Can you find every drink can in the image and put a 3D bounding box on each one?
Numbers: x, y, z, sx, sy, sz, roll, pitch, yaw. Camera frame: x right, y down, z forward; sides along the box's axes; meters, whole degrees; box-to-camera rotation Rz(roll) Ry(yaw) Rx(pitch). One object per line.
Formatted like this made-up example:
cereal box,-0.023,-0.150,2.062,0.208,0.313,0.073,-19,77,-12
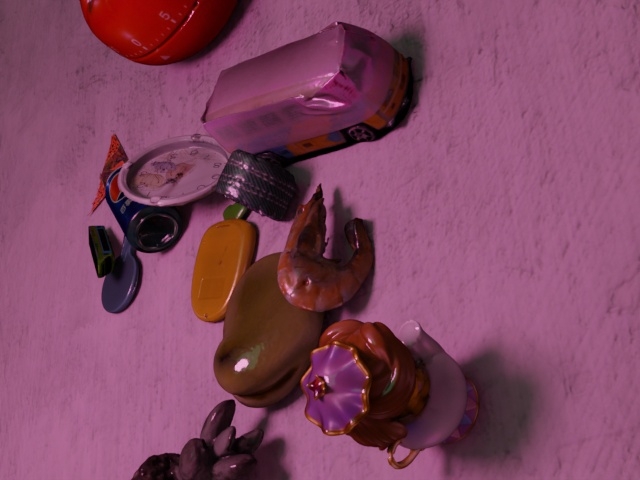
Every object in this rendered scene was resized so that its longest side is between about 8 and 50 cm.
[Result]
drink can,-0.363,-0.068,1.932,0.118,0.118,0.205,-53,40,11

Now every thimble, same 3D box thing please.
thimble,-0.111,-0.096,1.668,0.118,0.135,0.090,22,85,54

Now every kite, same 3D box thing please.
kite,-0.469,-0.162,2.177,0.125,0.008,0.222,-7,64,44

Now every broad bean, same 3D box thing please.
broad bean,-0.081,0.133,1.528,0.189,0.121,0.263,-4,65,34

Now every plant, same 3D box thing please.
plant,-0.195,0.381,1.499,0.274,0.149,0.146,-47,59,22

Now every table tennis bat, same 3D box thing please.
table tennis bat,-0.409,0.054,1.981,0.124,0.033,0.201,-7,66,47

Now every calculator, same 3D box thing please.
calculator,-0.179,0.036,1.748,0.146,0.032,0.235,-8,66,44

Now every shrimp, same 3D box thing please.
shrimp,0.016,0.004,1.514,0.145,0.059,0.254,9,51,13

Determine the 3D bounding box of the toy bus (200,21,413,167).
toy bus,-0.032,-0.247,1.648,0.386,0.162,0.171,-11,61,42

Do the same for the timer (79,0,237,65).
timer,-0.338,-0.562,2.049,0.378,0.279,0.378,-25,53,39

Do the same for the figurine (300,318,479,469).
figurine,0.087,0.188,1.211,0.142,0.263,0.189,-4,69,44

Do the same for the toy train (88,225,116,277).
toy train,-0.456,0.024,2.000,0.209,0.042,0.044,-130,40,-61

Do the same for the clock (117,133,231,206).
clock,-0.274,-0.126,1.855,0.236,0.053,0.236,-7,39,5
